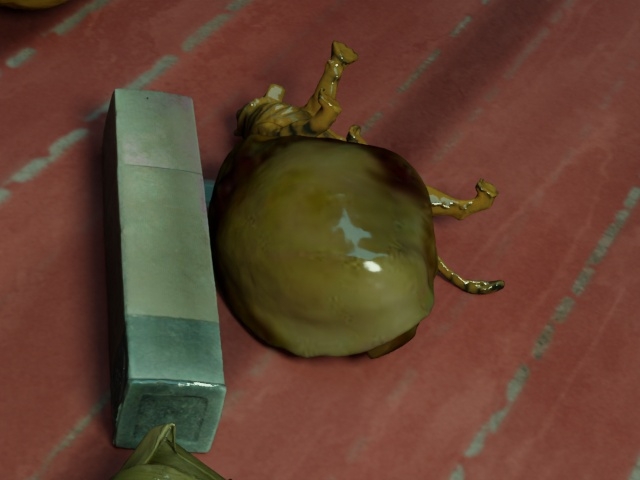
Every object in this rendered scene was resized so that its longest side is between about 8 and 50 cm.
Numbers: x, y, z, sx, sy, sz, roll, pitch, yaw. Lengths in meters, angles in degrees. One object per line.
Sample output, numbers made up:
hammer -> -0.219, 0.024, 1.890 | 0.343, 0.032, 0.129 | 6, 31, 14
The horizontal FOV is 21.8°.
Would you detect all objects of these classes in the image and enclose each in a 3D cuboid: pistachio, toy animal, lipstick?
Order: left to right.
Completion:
lipstick -> -0.117, 0.011, 1.187 | 0.068, 0.066, 0.317 | 5, 40, -14
pistachio -> 0.000, 0.000, 1.208 | 0.165, 0.130, 0.210 | -46, 64, -5
toy animal -> 0.036, -0.038, 1.300 | 0.255, 0.116, 0.114 | 45, 31, 10

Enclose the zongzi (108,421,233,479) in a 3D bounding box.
zongzi -> -0.071, 0.207, 0.966 | 0.176, 0.078, 0.160 | 32, 45, 12

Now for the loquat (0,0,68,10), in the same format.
loquat -> -0.263, -0.298, 1.407 | 0.238, 0.193, 0.238 | -1, 57, 2
